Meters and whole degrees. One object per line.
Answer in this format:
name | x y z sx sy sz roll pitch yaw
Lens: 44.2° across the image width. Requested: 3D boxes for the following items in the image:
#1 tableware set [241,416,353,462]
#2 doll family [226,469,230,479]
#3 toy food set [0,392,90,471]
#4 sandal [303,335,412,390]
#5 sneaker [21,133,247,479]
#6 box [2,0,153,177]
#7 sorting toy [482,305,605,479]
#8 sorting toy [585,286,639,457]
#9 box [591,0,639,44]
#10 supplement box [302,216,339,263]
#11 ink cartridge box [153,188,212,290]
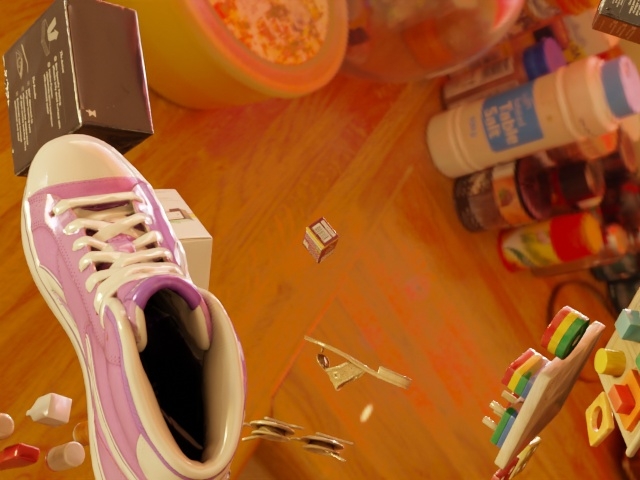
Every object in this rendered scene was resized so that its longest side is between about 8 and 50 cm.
tableware set | -0.046 0.385 1.503 0.194 0.128 0.039 22 65 -19
doll family | -0.279 0.519 1.696 0.111 0.193 0.076 -91 177 -49
toy food set | -0.464 0.301 1.229 0.232 0.104 0.111 32 46 -42
sandal | 0.058 0.269 1.580 0.079 0.240 0.088 -68 161 -7
sneaker | -0.110 0.023 0.484 0.102 0.161 0.282 -14 66 -27
box | -0.277 -0.166 0.890 0.093 0.158 0.156 3 72 -45
sorting toy | 0.224 0.158 0.826 0.132 0.046 0.274 -26 140 -43
sorting toy | 0.427 0.168 1.084 0.047 0.347 0.196 12 35 -3
box | 0.598 -0.401 1.379 0.153 0.207 0.108 -21 132 -76
supplement box | 0.000 0.000 1.527 0.043 0.083 0.055 -35 77 -20
ink cartridge box | -0.345 0.029 1.772 0.117 0.278 0.201 -4 117 -26
